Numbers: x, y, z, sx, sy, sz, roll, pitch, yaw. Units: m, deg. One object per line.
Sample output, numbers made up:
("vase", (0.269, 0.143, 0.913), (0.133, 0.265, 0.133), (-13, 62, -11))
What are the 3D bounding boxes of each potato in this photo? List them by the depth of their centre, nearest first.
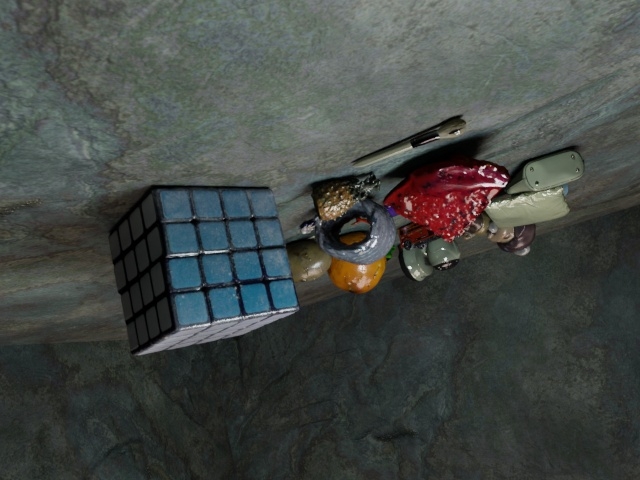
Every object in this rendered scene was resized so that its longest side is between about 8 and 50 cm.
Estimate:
("potato", (-0.084, 0.081, 2.074), (0.262, 0.165, 0.165), (-10, 171, 31))

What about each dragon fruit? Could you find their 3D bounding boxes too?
("dragon fruit", (0.401, -0.131, 1.549), (0.302, 0.241, 0.330), (-28, -175, -38))

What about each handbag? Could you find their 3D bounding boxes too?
("handbag", (0.776, -0.212, 1.925), (0.241, 0.110, 0.315), (-15, 171, 7))

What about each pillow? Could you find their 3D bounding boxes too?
("pillow", (0.772, -0.126, 2.067), (0.280, 0.076, 0.274), (-14, 158, 26))

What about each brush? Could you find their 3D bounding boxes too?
("brush", (0.212, -0.230, 1.354), (0.299, 0.042, 0.039), (-19, 169, 22))

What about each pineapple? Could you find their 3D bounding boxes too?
("pineapple", (0.075, -0.125, 1.517), (0.197, 0.108, 0.108), (-20, 168, -6))

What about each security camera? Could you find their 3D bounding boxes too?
("security camera", (0.535, 0.072, 2.656), (0.277, 0.191, 0.197), (-24, 163, 33))

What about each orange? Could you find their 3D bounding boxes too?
("orange", (0.143, 0.088, 2.181), (0.245, 0.246, 0.246), (-14, 167, -3))

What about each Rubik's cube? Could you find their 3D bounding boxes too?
("Rubik's cube", (-0.302, 0.077, 1.415), (0.344, 0.338, 0.343), (-6, 165, -38))

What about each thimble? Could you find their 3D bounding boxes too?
("thimble", (0.105, -0.034, 1.729), (0.236, 0.205, 0.172), (6, 174, 30))

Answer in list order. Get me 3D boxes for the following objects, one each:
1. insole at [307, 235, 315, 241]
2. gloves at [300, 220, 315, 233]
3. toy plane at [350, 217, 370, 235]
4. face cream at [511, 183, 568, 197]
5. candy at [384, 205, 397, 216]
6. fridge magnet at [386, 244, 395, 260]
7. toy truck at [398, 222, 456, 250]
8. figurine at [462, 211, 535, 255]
("insole", (0.000, 0.000, 2.148), (0.063, 0.010, 0.192), (-21, 165, 23))
("gloves", (-0.033, -0.050, 1.873), (0.064, 0.026, 0.086), (-10, 161, -27))
("toy plane", (0.178, -0.061, 1.962), (0.194, 0.077, 0.126), (1, 158, -26))
("face cream", (0.852, -0.188, 2.167), (0.229, 0.075, 0.075), (-10, 166, -17))
("candy", (0.352, -0.133, 1.856), (0.275, 0.070, 0.145), (-15, 161, 18))
("fridge magnet", (0.242, 0.065, 2.513), (0.207, 0.089, 0.208), (-14, 167, -3))
("toy truck", (0.439, -0.039, 2.246), (0.107, 0.114, 0.252), (-1, 163, -42))
("figurine", (0.771, -0.042, 2.400), (0.364, 0.206, 0.218), (-6, 151, -26))
